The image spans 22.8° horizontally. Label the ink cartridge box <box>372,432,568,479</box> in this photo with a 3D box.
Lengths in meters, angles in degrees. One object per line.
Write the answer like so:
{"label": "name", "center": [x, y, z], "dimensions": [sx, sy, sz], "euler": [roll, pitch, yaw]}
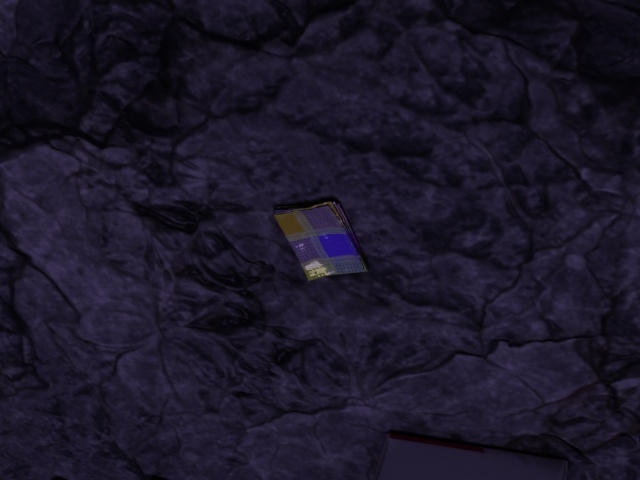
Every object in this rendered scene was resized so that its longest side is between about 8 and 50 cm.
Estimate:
{"label": "ink cartridge box", "center": [0.138, 0.304, 1.498], "dimensions": [0.172, 0.100, 0.237], "euler": [8, 135, 12]}

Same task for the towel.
{"label": "towel", "center": [0.000, 0.000, 1.308], "dimensions": [0.060, 0.009, 0.083], "euler": [-7, 131, 24]}

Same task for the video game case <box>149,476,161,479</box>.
{"label": "video game case", "center": [-0.118, 0.385, 1.683], "dimensions": [0.196, 0.026, 0.274], "euler": [27, 134, 13]}

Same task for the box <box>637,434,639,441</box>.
{"label": "box", "center": [0.384, 0.183, 1.165], "dimensions": [0.073, 0.295, 0.293], "euler": [-8, 144, -24]}
